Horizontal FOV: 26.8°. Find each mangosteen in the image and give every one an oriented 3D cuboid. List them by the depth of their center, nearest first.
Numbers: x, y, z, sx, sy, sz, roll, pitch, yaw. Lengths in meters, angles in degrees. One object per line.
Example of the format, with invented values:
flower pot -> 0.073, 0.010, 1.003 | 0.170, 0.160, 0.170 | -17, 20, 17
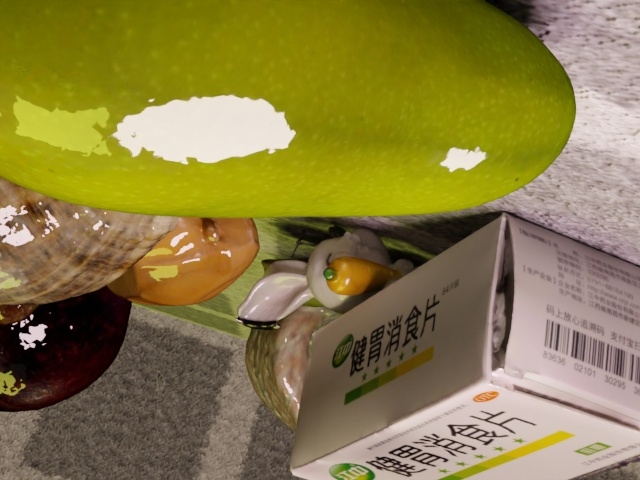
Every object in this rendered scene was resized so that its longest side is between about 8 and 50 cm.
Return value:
mangosteen -> -0.378, 0.056, 1.615 | 0.297, 0.293, 0.297 | -4, -151, 2

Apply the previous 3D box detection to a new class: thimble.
thimble -> 0.032, 0.147, 1.555 | 0.229, 0.196, 0.148 | 57, 167, -9

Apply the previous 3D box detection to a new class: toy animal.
toy animal -> 0.021, 0.048, 1.231 | 0.182, 0.127, 0.131 | 17, -150, 2

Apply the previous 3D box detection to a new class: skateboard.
skateboard -> 0.000, 0.000, 1.310 | 0.083, 0.032, 0.064 | 8, 157, 38

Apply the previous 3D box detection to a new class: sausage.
sausage -> -0.139, 0.003, 1.283 | 0.136, 0.120, 0.241 | -15, -178, -15

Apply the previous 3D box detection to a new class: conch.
conch -> -0.255, -0.028, 1.092 | 0.291, 0.210, 0.159 | 5, -148, 18

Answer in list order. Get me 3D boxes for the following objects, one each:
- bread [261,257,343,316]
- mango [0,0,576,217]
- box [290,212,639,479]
bread -> 0.025, 0.052, 1.363 | 0.149, 0.065, 0.188 | 8, -178, -41
mango -> -0.030, -0.075, 0.554 | 0.293, 0.142, 0.175 | 10, 170, -29
box -> 0.128, 0.118, 1.106 | 0.173, 0.145, 0.333 | 20, 151, -22
